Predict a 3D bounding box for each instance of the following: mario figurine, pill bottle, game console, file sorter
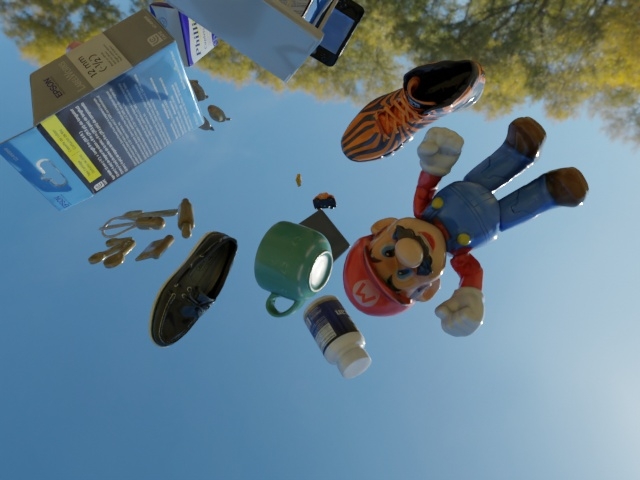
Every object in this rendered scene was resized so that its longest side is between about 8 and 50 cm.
[{"bbox_3d":[0.167,-0.016,0.646,0.320,0.170,0.198,-36,-139,3],"label":"mario figurine"},{"bbox_3d":[0.038,0.207,1.120,0.094,0.094,0.169,-12,-133,-27],"label":"pill bottle"},{"bbox_3d":[0.012,-0.443,1.091,0.124,0.144,0.085,25,-151,-19],"label":"game console"},{"bbox_3d":[-0.115,-0.467,0.954,0.277,0.193,0.173,30,-106,-17],"label":"file sorter"}]

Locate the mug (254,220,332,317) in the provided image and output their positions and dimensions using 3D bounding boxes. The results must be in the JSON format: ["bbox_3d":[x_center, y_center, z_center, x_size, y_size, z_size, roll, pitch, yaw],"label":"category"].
[{"bbox_3d":[-0.038,0.051,0.916,0.097,0.158,0.129,18,-140,28],"label":"mug"}]

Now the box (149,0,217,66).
[{"bbox_3d":[-0.286,-0.456,1.107,0.072,0.126,0.137,12,-136,14],"label":"box"}]

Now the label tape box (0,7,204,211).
[{"bbox_3d":[-0.412,-0.235,0.986,0.347,0.249,0.115,-36,-108,-14],"label":"label tape box"}]

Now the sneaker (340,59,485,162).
[{"bbox_3d":[0.158,-0.259,1.008,0.125,0.321,0.180,60,-158,3],"label":"sneaker"}]

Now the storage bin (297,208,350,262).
[{"bbox_3d":[0.000,0.000,1.155,0.091,0.098,0.135,-38,-91,-1],"label":"storage bin"}]

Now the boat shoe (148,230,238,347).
[{"bbox_3d":[-0.313,0.123,1.341,0.113,0.127,0.340,2,-129,44],"label":"boat shoe"}]

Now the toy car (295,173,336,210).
[{"bbox_3d":[-0.008,-0.124,1.252,0.060,0.122,0.041,-19,-139,22],"label":"toy car"}]

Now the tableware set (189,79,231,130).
[{"bbox_3d":[-0.313,-0.348,1.338,0.141,0.169,0.020,3,-126,42],"label":"tableware set"}]

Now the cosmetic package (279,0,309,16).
[{"bbox_3d":[-0.066,-0.629,1.294,0.160,0.310,0.113,4,-152,0],"label":"cosmetic package"}]

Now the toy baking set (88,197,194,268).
[{"bbox_3d":[-0.327,-0.027,0.967,0.196,0.030,0.256,-17,-151,-2],"label":"toy baking set"}]

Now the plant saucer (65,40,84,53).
[{"bbox_3d":[-0.499,-0.359,1.322,0.332,0.332,0.084,30,-97,19],"label":"plant saucer"}]
